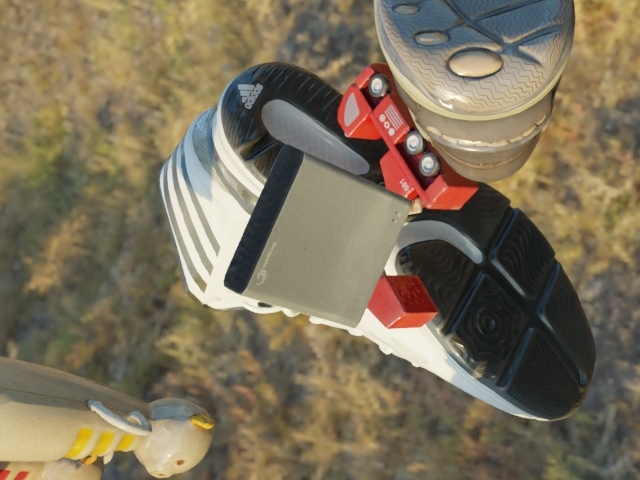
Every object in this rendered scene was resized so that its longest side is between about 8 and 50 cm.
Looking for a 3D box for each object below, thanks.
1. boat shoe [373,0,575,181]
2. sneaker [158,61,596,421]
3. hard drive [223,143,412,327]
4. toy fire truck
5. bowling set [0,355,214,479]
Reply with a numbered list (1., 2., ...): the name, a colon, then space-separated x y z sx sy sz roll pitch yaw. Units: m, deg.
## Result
1. boat shoe: 0.078 -0.184 0.944 0.130 0.132 0.355 85 -173 -52
2. sneaker: 0.040 0.029 1.491 0.257 0.447 0.169 -32 23 55
3. hard drive: 0.000 0.000 0.982 0.022 0.135 0.094 26 93 34
4. toy fire truck: 0.060 -0.037 1.295 0.135 0.047 0.192 -48 59 31
5. bowling set: -0.188 0.176 0.811 0.287 0.154 0.199 -15 66 53
